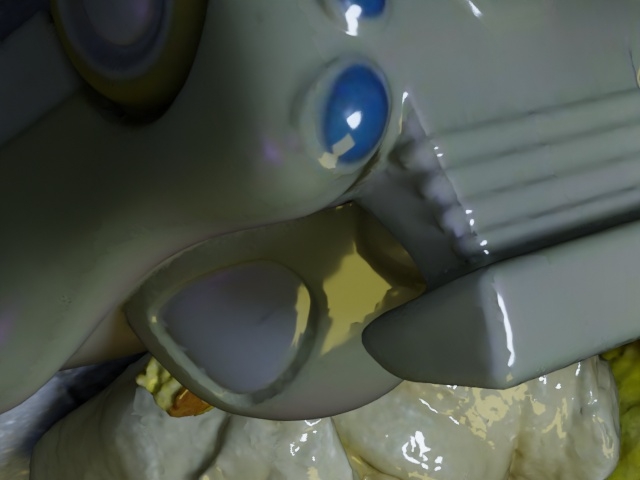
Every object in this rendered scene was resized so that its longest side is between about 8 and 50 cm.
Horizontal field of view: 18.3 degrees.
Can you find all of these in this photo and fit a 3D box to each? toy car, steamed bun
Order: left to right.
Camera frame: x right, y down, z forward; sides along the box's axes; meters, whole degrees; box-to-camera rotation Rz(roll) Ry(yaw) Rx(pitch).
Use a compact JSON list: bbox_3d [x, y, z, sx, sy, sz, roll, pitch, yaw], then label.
[{"bbox_3d":[-0.022,-0.012,0.811,0.242,0.226,0.336,-16,169,-46],"label":"toy car"},{"bbox_3d":[0.008,0.166,1.309,0.372,0.230,0.325,-15,152,-16],"label":"steamed bun"}]

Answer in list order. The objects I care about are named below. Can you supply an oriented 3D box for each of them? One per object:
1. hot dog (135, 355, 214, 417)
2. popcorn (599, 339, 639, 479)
[{"bbox_3d":[-0.004,-0.001,1.103,0.261,0.093,0.123,-29,153,-28],"label":"hot dog"},{"bbox_3d":[0.304,0.135,1.494,0.293,0.292,0.334,-13,169,21],"label":"popcorn"}]
